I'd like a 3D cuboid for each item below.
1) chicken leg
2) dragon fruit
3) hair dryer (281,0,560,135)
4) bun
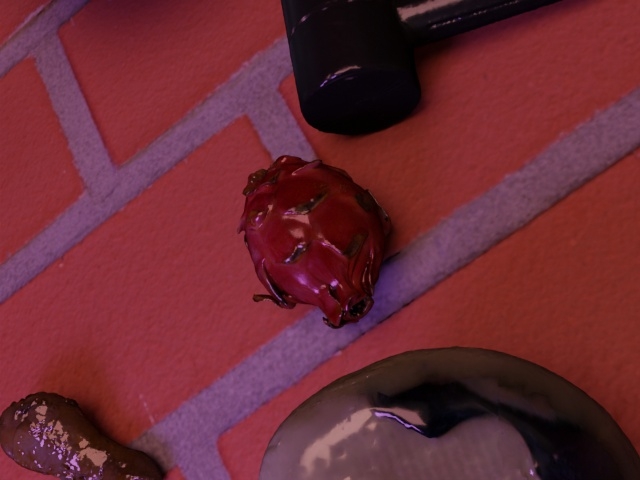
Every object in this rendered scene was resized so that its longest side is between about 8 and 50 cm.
[{"bbox_3d":[-0.241,0.206,0.862,0.198,0.069,0.085,17,85,24],"label":"chicken leg"},{"bbox_3d":[0.000,0.000,0.768,0.166,0.133,0.136,56,145,30],"label":"dragon fruit"},{"bbox_3d":[0.108,-0.255,0.813,0.303,0.116,0.244,-14,68,11],"label":"hair dryer"},{"bbox_3d":[0.097,0.210,0.627,0.283,0.179,0.283,0,88,8],"label":"bun"}]
